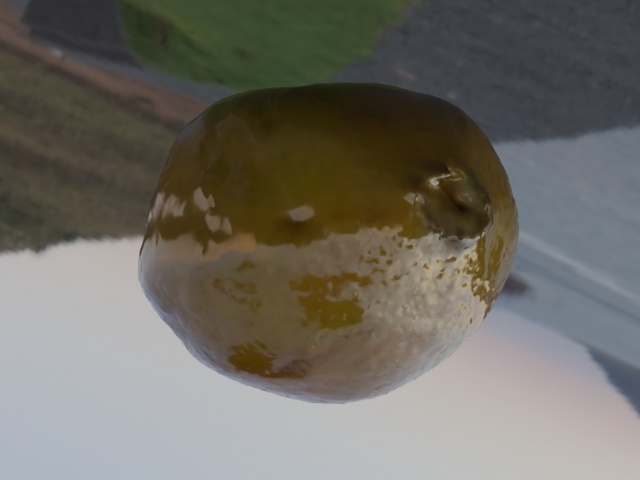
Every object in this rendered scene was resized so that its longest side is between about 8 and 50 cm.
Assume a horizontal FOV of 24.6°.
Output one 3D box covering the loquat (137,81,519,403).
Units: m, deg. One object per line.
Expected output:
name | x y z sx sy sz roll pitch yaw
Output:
loquat | 0.000 0.000 0.794 0.187 0.176 0.234 21 159 -39
